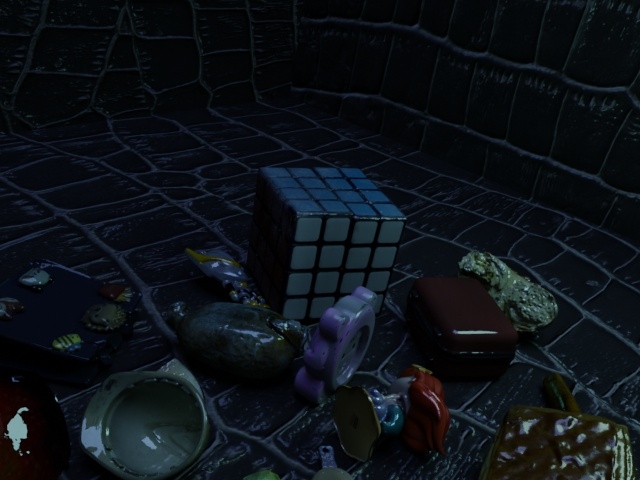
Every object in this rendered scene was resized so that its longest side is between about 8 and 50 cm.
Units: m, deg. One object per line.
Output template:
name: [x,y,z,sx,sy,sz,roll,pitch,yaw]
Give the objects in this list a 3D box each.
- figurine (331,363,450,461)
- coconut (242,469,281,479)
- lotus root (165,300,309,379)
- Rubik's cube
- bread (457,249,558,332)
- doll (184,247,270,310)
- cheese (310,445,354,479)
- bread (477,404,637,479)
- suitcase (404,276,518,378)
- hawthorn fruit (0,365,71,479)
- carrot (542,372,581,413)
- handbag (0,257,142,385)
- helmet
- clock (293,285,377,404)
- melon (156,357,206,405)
figurine: [0.178,0.376,1.329,0.257,0.181,0.208,-7,-7,-34]
coconut: [-0.105,0.469,1.127,0.096,0.088,0.088,1,29,-8]
lotus root: [-0.206,0.235,1.456,0.349,0.175,0.175,10,27,7]
Rubik's cube: [0.000,0.000,1.764,0.337,0.344,0.344,-2,30,-24]
bread: [0.556,0.164,1.841,0.314,0.171,0.192,37,7,23]
doll: [-0.263,0.109,1.729,0.145,0.103,0.316,-9,39,-40]
cheese: [0.026,0.474,1.199,0.092,0.048,0.171,15,27,5]
bread: [0.455,0.490,1.182,0.277,0.167,0.324,3,34,27]
suitcase: [0.376,0.231,1.660,0.236,0.161,0.297,3,28,-15]
hawthorn fruit: [-0.554,0.349,0.983,0.315,0.316,0.316,9,28,-4]
carrot: [0.599,0.422,1.491,0.070,0.070,0.260,11,25,-1]
handbag: [-0.613,0.185,1.440,0.329,0.122,0.303,14,27,2]
helmet: [-0.315,0.368,1.185,0.257,0.137,0.204,12,65,19]
clock: [0.046,0.241,1.430,0.090,0.248,0.227,27,31,23]
melon: [-0.301,0.339,1.333,0.182,0.054,0.098,27,37,29]
